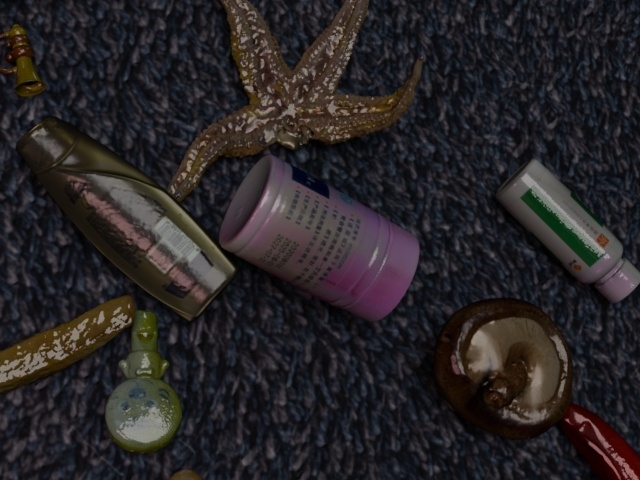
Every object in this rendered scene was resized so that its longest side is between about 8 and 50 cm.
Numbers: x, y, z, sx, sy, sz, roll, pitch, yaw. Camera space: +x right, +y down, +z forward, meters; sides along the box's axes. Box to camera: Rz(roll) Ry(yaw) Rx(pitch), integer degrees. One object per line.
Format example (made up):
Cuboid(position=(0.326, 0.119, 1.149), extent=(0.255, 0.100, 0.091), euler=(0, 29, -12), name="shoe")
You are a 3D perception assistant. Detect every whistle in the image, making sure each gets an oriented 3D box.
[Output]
Cuboid(position=(-0.245, 0.195, 1.437), extent=(0.104, 0.057, 0.198), euler=(0, 66, -11), name="whistle")
Cuboid(position=(-0.443, -0.262, 1.524), extent=(0.046, 0.057, 0.109), euler=(13, 50, -61), name="whistle")

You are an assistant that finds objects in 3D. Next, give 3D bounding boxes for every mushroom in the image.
Cuboid(position=(0.267, 0.188, 1.559), extent=(0.231, 0.138, 0.194), euler=(42, 53, -13), name="mushroom")

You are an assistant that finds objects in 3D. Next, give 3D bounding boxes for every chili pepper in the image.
Cuboid(position=(0.452, 0.410, 1.577), extent=(0.137, 0.092, 0.368), euler=(-14, 71, -1), name="chili pepper")

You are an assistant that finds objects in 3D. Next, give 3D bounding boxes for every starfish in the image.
Cuboid(position=(-0.044, -0.246, 1.583), extent=(0.398, 0.132, 0.384), euler=(-6, 75, 4), name="starfish")

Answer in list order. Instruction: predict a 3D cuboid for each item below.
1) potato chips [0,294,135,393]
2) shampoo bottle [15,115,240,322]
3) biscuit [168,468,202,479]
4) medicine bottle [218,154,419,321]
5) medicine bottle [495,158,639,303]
Cuboid(position=(-0.433, 0.171, 1.370), extent=(0.407, 0.080, 0.057), euler=(-19, 64, -20), name="potato chips")
Cuboid(position=(-0.275, -0.037, 1.471), extent=(0.350, 0.084, 0.125), euler=(41, 90, -1), name="shampoo bottle")
Cuboid(position=(-0.258, 0.380, 1.341), extent=(0.234, 0.030, 0.153), euler=(-13, 39, -9), name="biscuit")
Cuboid(position=(0.000, 0.000, 1.492), extent=(0.254, 0.152, 0.152), euler=(28, 67, -20), name="medicine bottle")
Cuboid(position=(0.401, -0.012, 1.672), extent=(0.260, 0.095, 0.095), euler=(46, 67, 1), name="medicine bottle")
